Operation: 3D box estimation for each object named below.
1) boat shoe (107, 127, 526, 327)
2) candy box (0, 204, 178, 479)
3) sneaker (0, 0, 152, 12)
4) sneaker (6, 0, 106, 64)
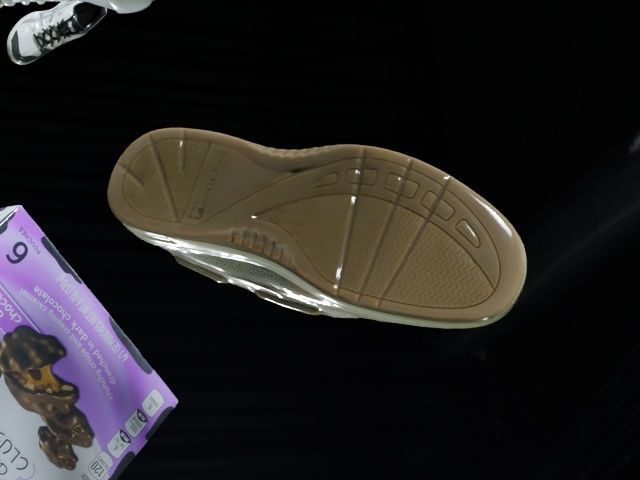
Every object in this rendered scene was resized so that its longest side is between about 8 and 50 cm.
[{"bbox_3d":[0.000,0.000,0.839,0.109,0.302,0.098,-67,153,-19],"label":"boat shoe"},{"bbox_3d":[-0.201,0.106,0.709,0.070,0.165,0.196,-8,-145,47],"label":"candy box"},{"bbox_3d":[-0.185,-0.173,0.771,0.232,0.115,0.090,33,-20,47],"label":"sneaker"},{"bbox_3d":[-0.198,-0.161,0.931,0.037,0.083,0.032,16,-39,51],"label":"sneaker"}]
